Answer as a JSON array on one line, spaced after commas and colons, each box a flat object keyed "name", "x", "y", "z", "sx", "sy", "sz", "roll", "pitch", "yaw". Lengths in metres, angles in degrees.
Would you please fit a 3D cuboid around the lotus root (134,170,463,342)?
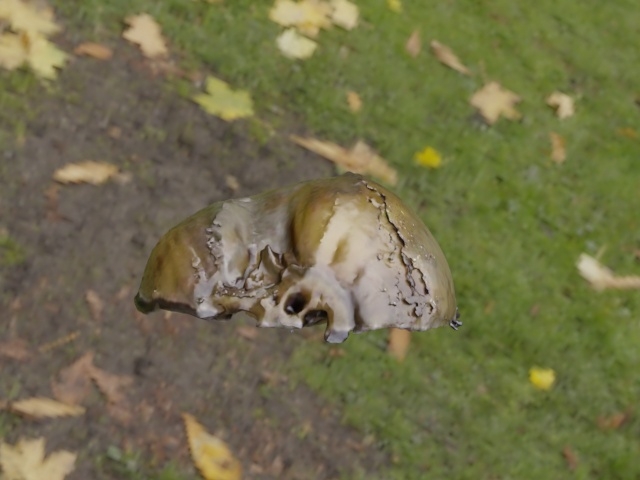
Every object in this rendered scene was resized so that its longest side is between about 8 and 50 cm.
[{"name": "lotus root", "x": 0.000, "y": 0.000, "z": 0.802, "sx": 0.167, "sy": 0.078, "sz": 0.329, "roll": 8, "pitch": 3, "yaw": 0}]
